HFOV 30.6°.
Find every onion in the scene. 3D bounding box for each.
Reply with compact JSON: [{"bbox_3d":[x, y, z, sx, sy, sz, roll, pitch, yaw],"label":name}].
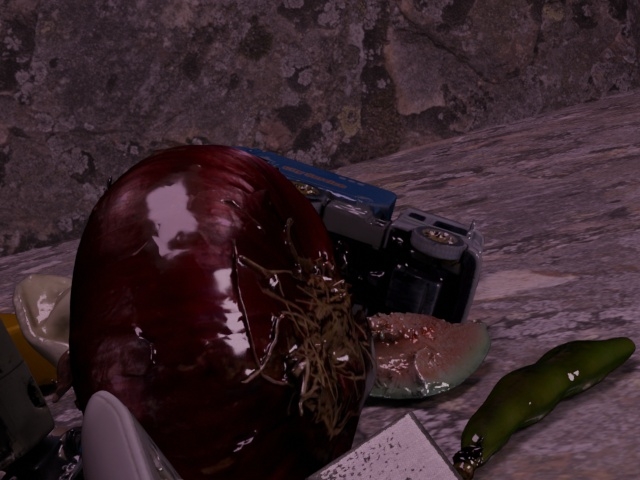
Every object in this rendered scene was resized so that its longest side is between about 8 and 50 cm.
[{"bbox_3d":[-0.085,0.076,0.882,0.232,0.314,0.314,-8,10,17],"label":"onion"}]

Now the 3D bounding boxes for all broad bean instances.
[{"bbox_3d":[0.185,0.130,1.004,0.060,0.043,0.297,11,24,40],"label":"broad bean"}]

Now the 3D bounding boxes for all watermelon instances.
[{"bbox_3d":[0.106,0.115,1.140,0.155,0.080,0.101,0,11,-33],"label":"watermelon"}]

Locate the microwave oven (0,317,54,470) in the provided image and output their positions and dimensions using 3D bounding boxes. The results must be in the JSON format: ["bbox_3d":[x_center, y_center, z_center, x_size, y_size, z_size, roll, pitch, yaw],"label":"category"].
[{"bbox_3d":[-0.463,0.068,0.982,0.333,0.394,0.247,-34,19,-30],"label":"microwave oven"}]

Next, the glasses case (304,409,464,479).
[{"bbox_3d":[0.071,0.177,0.566,0.071,0.047,0.205,-32,45,-7],"label":"glasses case"}]

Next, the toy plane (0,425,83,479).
[{"bbox_3d":[-0.250,0.209,1.040,0.135,0.062,0.188,-7,11,22],"label":"toy plane"}]

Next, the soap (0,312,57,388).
[{"bbox_3d":[-0.488,0.163,1.513,0.324,0.096,0.204,-3,14,46],"label":"soap"}]

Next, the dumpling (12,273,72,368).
[{"bbox_3d":[-0.153,0.125,1.161,0.318,0.187,0.243,3,37,-1],"label":"dumpling"}]

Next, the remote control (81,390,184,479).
[{"bbox_3d":[-0.063,0.189,0.553,0.055,0.109,0.313,-31,31,-4],"label":"remote control"}]

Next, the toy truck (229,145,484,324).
[{"bbox_3d":[0.000,0.000,1.295,0.367,0.146,0.175,20,20,12],"label":"toy truck"}]
